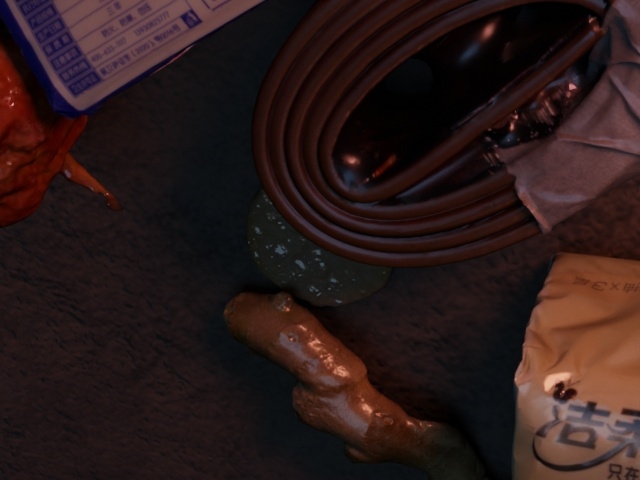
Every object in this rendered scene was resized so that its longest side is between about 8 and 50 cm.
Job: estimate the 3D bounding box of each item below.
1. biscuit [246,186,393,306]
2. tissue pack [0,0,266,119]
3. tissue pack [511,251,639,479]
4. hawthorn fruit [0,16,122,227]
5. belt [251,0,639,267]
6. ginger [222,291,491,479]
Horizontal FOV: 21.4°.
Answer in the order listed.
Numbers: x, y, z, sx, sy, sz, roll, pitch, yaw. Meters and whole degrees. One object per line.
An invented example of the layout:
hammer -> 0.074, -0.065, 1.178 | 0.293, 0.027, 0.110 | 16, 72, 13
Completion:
biscuit -> 0.000, 0.000, 1.264 | 0.120, 0.015, 0.120 | 9, 124, 14
tissue pack -> -0.092, -0.227, 1.068 | 0.270, 0.137, 0.209 | -28, 92, 30
tissue pack -> 0.332, 0.206, 1.160 | 0.405, 0.205, 0.331 | 8, 119, 14
hawthorn fruit -> -0.236, -0.091, 1.186 | 0.243, 0.207, 0.207 | 31, 127, -17
belt -> 0.109, -0.113, 1.087 | 0.339, 0.122, 0.217 | -31, 106, 33
ginger -> 0.038, 0.142, 1.308 | 0.288, 0.075, 0.089 | 43, 118, -6
